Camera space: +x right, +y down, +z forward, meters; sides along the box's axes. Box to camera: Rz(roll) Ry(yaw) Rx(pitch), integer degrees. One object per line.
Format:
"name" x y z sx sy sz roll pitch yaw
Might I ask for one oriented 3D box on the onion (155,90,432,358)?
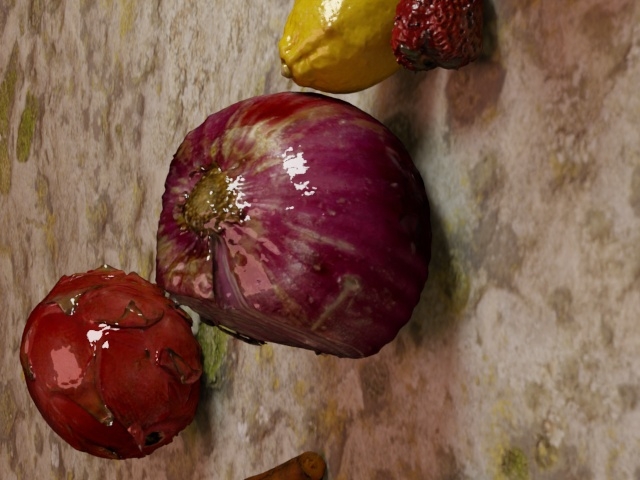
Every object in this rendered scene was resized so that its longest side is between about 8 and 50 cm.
"onion" -0.009 -0.014 1.187 0.230 0.272 0.256 -13 86 34

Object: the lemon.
"lemon" 0.028 -0.192 1.176 0.114 0.155 0.114 45 161 21

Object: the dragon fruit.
"dragon fruit" -0.260 0.153 1.630 0.241 0.241 0.252 -24 83 59

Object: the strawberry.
"strawberry" 0.104 -0.190 1.109 0.083 0.083 0.096 -16 45 60

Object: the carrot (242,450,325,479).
"carrot" -0.046 0.273 1.428 0.161 0.055 0.055 -37 59 47
